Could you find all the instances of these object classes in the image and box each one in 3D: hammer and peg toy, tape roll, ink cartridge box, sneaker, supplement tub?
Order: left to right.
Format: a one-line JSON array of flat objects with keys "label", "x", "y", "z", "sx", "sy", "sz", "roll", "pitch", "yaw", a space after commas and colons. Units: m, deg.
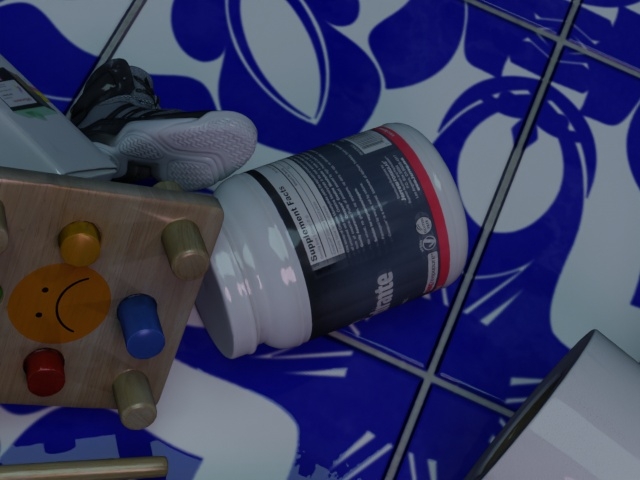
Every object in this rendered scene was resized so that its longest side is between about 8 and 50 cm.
[{"label": "ink cartridge box", "x": -0.379, "y": -0.086, "z": 1.197, "sx": 0.278, "sy": 0.117, "sz": 0.201, "roll": 43, "pitch": 109, "yaw": 10}, {"label": "hammer and peg toy", "x": -0.254, "y": 0.097, "z": 1.115, "sx": 0.265, "sy": 0.361, "sz": 0.127, "roll": 6, "pitch": 32, "yaw": -26}, {"label": "sneaker", "x": -0.185, "y": -0.132, "z": 1.265, "sx": 0.268, "sy": 0.101, "sz": 0.153, "roll": -10, "pitch": 52, "yaw": 25}, {"label": "supplement tub", "x": 0.000, "y": 0.000, "z": 1.232, "sx": 0.272, "sy": 0.191, "sz": 0.191, "roll": -20, "pitch": 71, "yaw": -17}, {"label": "tape roll", "x": 0.259, "y": 0.232, "z": 1.142, "sx": 0.169, "sy": 0.246, "sz": 0.246, "roll": 40, "pitch": 66, "yaw": 9}]
